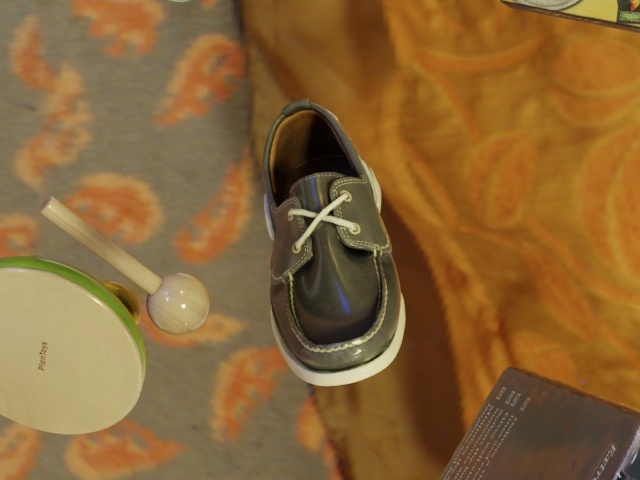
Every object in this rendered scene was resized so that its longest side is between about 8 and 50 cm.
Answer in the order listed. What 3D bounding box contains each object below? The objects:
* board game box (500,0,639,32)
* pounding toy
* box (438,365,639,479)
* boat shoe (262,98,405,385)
[{"bbox_3d":[0.271,-0.232,1.399,0.243,0.042,0.165,14,93,16],"label":"board game box"},{"bbox_3d":[-0.209,0.051,1.620,0.183,0.237,0.110,38,38,-13],"label":"pounding toy"},{"bbox_3d":[0.187,0.276,1.325,0.212,0.395,0.293,31,88,-6],"label":"box"},{"bbox_3d":[0.000,0.000,1.147,0.084,0.233,0.079,-15,126,7],"label":"boat shoe"}]
